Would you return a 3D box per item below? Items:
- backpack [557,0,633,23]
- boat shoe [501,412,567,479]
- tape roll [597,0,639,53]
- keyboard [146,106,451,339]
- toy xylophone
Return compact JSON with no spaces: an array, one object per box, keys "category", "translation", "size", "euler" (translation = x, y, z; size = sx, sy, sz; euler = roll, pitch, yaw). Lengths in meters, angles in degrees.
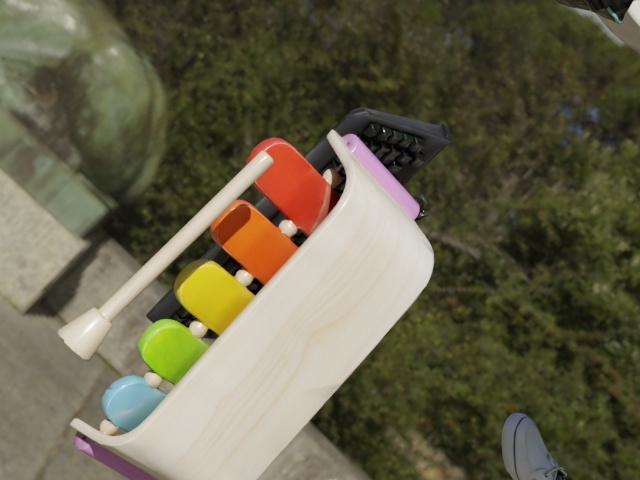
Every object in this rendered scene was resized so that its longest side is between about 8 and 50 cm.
[{"category":"backpack","translation":[0.171,-0.274,0.891],"size":[0.166,0.144,0.188],"euler":[23,10,-42]},{"category":"boat shoe","translation":[0.345,0.363,1.778],"size":[0.076,0.083,0.226],"euler":[3,-56,43]},{"category":"tape roll","translation":[0.429,-0.363,1.183],"size":[0.392,0.392,0.072],"euler":[44,-3,-21]},{"category":"keyboard","translation":[0.000,0.000,1.045],"size":[0.201,0.317,0.033],"euler":[5,52,-46]},{"category":"toy xylophone","translation":[-0.055,0.052,0.861],"size":[0.081,0.323,0.236],"euler":[39,-11,51]}]
